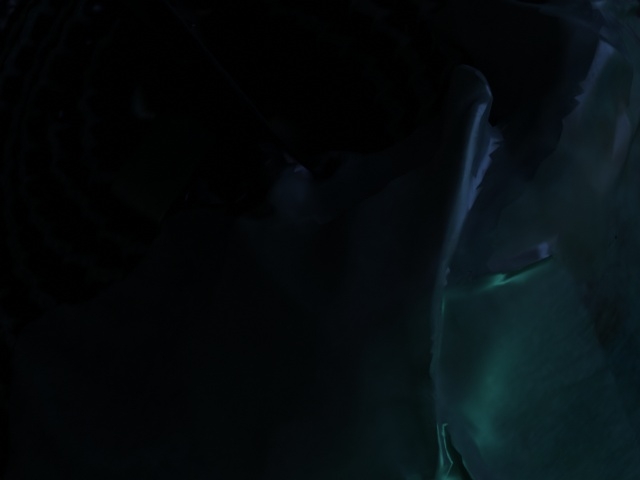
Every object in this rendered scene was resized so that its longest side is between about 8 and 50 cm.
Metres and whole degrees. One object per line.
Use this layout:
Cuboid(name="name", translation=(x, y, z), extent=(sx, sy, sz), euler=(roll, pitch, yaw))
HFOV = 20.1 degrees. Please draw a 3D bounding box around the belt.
Cuboid(name="belt", translation=(0.000, 0.000, 0.499), extent=(0.150, 0.207, 0.257), euler=(34, 13, -43))
